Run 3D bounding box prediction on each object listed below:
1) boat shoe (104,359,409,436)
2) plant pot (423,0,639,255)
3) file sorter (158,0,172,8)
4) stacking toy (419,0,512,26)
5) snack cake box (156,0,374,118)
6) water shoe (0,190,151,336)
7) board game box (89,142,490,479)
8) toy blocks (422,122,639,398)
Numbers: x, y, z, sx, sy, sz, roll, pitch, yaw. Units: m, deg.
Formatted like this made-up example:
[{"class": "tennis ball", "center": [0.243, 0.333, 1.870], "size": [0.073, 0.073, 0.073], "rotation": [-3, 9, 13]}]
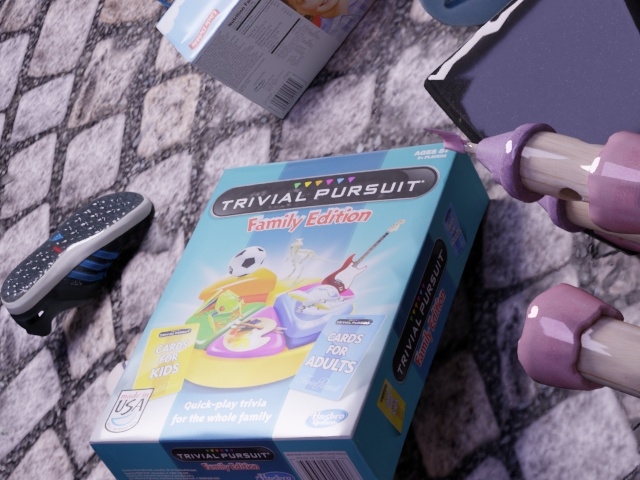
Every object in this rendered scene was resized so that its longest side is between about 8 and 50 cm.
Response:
[{"class": "boat shoe", "center": [-0.058, 0.156, 1.513], "size": [0.340, 0.127, 0.158], "rotation": [32, 85, 44]}, {"class": "plant pot", "center": [0.230, -0.100, 1.311], "size": [0.187, 0.188, 0.167], "rotation": [-42, 53, 21]}, {"class": "file sorter", "center": [-0.138, -0.360, 1.923], "size": [0.104, 0.118, 0.170], "rotation": [-15, 56, 45]}, {"class": "stacking toy", "center": [0.128, -0.346, 1.477], "size": [0.309, 0.279, 0.130], "rotation": [-59, 36, 24]}, {"class": "snack cake box", "center": [-0.027, -0.276, 1.712], "size": [0.264, 0.152, 0.089], "rotation": [-51, 45, 10]}, {"class": "water shoe", "center": [-0.269, 0.024, 1.857], "size": [0.203, 0.080, 0.073], "rotation": [-38, 40, -14]}, {"class": "board game box", "center": [-0.020, 0.064, 1.422], "size": [0.253, 0.079, 0.336], "rotation": [-5, 43, 30]}, {"class": "toy blocks", "center": [0.255, -0.024, 1.129], "size": [0.260, 0.288, 0.309], "rotation": [18, 85, 46]}]
